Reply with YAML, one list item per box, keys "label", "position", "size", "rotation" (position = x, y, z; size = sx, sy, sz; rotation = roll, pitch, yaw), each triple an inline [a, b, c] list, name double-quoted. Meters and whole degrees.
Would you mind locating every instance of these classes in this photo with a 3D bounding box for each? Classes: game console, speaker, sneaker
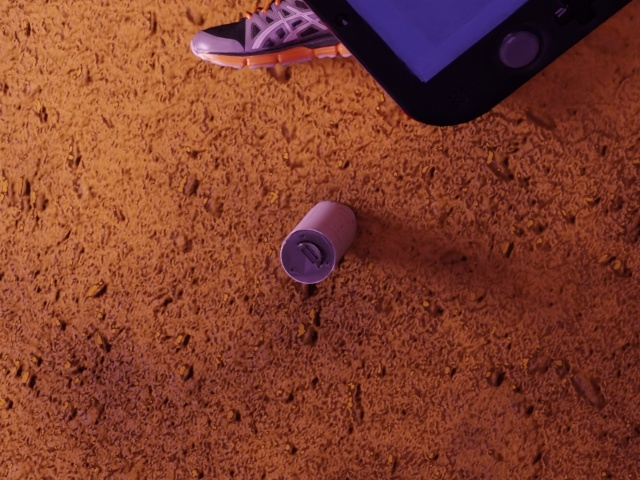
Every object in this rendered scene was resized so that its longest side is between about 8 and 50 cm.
- label: "game console"
  position: [0.136, -0.299, 1.526]
  size: [0.342, 0.060, 0.386]
  rotation: [-35, 131, 14]
- label: "speaker"
  position: [0.000, 0.000, 1.689]
  size: [0.055, 0.136, 0.055]
  rotation: [2, 104, 10]
- label: "sneaker"
  position: [-0.022, -0.215, 1.676]
  size: [0.215, 0.084, 0.083]
  rotation: [-9, 102, 2]
